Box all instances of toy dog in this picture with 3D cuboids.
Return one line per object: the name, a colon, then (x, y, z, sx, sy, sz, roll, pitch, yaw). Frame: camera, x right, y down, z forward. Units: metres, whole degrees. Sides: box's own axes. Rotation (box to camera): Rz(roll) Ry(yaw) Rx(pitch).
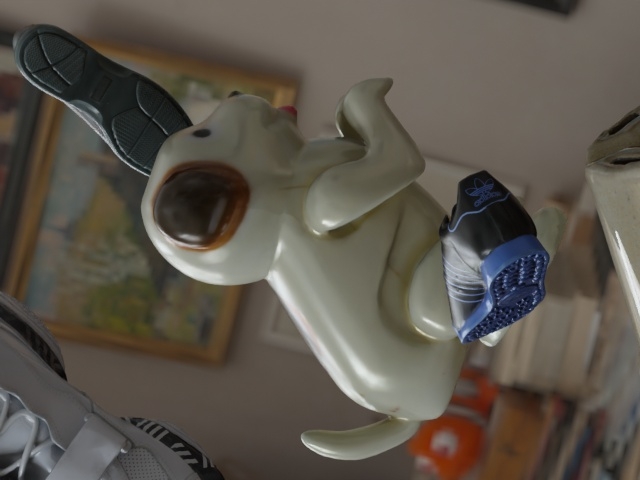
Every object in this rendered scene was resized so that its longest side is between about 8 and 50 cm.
toy dog: (0.000, 0.000, 2.056, 0.395, 0.408, 0.284, -59, 7, 10)

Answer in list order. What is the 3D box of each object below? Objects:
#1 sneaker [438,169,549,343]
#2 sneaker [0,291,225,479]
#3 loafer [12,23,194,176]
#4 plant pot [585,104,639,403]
sneaker: (0.144, 0.016, 1.602, 0.232, 0.081, 0.090, 99, 147, -69)
sneaker: (-0.228, 0.155, 1.368, 0.137, 0.366, 0.210, -57, -28, 10)
loafer: (-0.247, -0.168, 2.176, 0.096, 0.267, 0.084, -51, 26, 1)
plant pot: (0.439, 0.000, 1.973, 0.305, 0.333, 0.334, 63, -169, -16)
